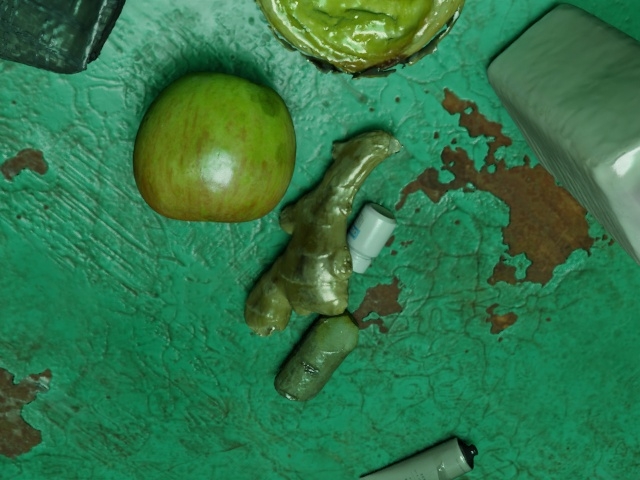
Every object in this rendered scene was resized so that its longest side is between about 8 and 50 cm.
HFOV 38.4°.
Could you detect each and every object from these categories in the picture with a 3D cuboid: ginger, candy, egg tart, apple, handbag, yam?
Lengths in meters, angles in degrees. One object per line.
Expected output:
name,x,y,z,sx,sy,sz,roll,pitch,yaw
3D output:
ginger,0.000,0.000,1.220,0.081,0.148,0.333,10,108,-44
candy,0.342,-0.123,1.073,0.145,0.358,0.208,-34,121,8
egg tart,0.047,-0.329,1.058,0.279,0.095,0.278,4,114,10
apple,-0.124,-0.112,1.104,0.196,0.196,0.195,-3,115,-7
handbag,-0.306,-0.313,1.048,0.175,0.088,0.270,24,109,-10
yam,-0.003,0.165,1.312,0.070,0.069,0.146,31,108,-20

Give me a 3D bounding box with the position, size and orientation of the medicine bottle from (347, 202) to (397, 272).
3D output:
medicine bottle,0.063,-0.003,1.253,0.052,0.052,0.089,24,109,-18

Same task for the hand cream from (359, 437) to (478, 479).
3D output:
hand cream,0.161,0.366,1.442,0.186,0.054,0.087,-29,111,13
